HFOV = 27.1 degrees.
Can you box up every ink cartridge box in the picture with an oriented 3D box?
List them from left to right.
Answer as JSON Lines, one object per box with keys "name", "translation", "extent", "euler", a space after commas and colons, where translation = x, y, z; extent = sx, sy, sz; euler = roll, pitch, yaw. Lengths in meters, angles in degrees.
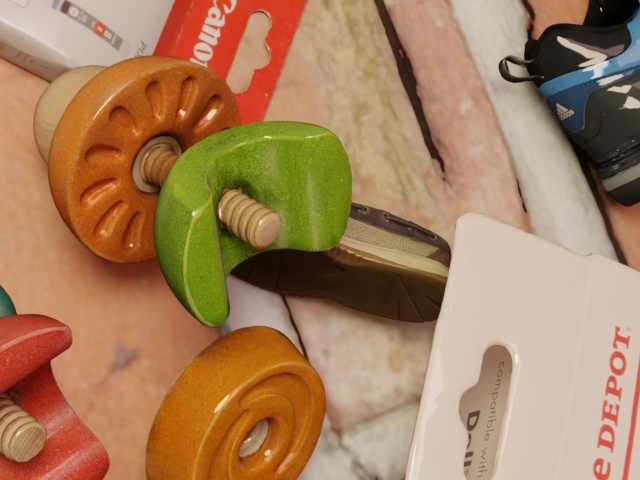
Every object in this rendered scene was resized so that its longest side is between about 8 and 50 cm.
{"name": "ink cartridge box", "translation": [-0.092, -0.138, 0.707], "extent": [0.179, 0.045, 0.145], "euler": [25, 66, -15]}
{"name": "ink cartridge box", "translation": [0.177, 0.144, 0.710], "extent": [0.353, 0.119, 0.207], "euler": [23, 67, -19]}

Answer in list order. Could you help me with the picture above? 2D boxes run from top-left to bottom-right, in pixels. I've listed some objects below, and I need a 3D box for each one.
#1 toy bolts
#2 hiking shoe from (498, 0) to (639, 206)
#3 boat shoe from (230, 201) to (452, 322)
{"name": "toy bolts", "translation": [-0.119, 0.039, 0.617], "extent": [0.228, 0.158, 0.218], "euler": [-31, 133, -35]}
{"name": "hiking shoe", "translation": [0.246, -0.163, 0.837], "extent": [0.132, 0.113, 0.304], "euler": [46, 61, -8]}
{"name": "boat shoe", "translation": [0.000, 0.000, 0.710], "extent": [0.152, 0.056, 0.049], "euler": [22, 41, -10]}
